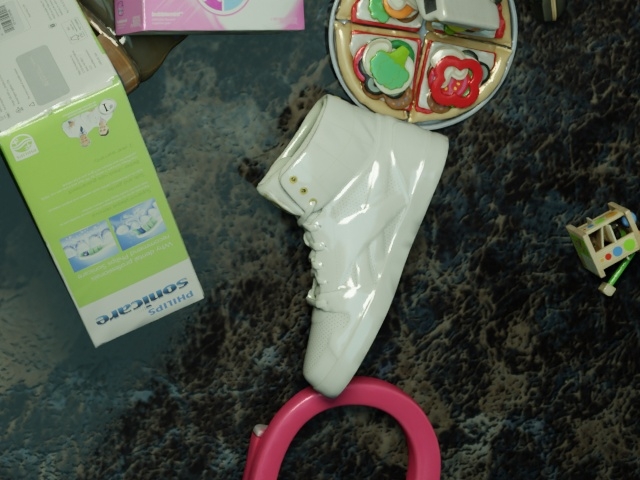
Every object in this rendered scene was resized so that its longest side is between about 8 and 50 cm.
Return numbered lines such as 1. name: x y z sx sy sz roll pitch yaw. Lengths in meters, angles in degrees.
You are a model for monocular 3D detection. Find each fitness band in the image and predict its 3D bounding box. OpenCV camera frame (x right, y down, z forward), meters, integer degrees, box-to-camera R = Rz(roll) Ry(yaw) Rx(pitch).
1. fitness band: 0.018 0.284 2.012 0.209 0.054 0.291 7 101 -17

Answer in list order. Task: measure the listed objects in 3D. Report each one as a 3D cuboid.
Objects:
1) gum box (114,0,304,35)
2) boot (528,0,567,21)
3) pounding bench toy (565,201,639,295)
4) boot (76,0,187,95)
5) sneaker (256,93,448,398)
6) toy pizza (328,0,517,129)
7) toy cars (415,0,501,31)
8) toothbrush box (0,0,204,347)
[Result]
1. gum box: -0.103 -0.253 1.823 0.188 0.062 0.107 -4 93 -33
2. boot: 0.270 -0.326 1.922 0.137 0.077 0.198 -9 105 -12
3. pounding bench toy: 0.313 0.010 2.018 0.065 0.052 0.083 -28 107 -7
4. boot: -0.218 -0.253 1.837 0.106 0.082 0.219 -38 105 -26
5. sneaker: 0.000 0.000 1.921 0.169 0.108 0.293 22 87 -15
6. toy pizza: 0.108 -0.210 1.932 0.201 0.032 0.201 -3 103 -13
7. toy cars: 0.056 -0.370 1.846 0.394 0.087 0.176 55 48 -15
8. toothbrush box: -0.225 -0.078 1.735 0.122 0.206 0.283 -26 137 -6
